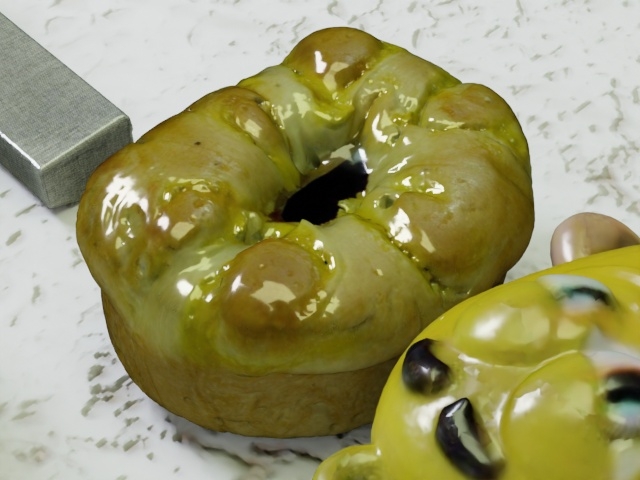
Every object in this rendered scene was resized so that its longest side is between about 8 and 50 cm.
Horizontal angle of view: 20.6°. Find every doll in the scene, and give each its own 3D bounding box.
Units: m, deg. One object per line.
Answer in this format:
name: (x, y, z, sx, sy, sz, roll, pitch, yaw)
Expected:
doll: (0.240, 0.098, 0.868, 0.348, 0.161, 0.423, 32, 45, 21)

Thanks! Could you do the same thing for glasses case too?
glasses case: (-0.206, -0.098, 1.120, 0.071, 0.047, 0.205, -35, 55, -24)

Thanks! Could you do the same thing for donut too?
donut: (0.000, 0.000, 0.970, 0.208, 0.128, 0.261, 35, 51, 28)
